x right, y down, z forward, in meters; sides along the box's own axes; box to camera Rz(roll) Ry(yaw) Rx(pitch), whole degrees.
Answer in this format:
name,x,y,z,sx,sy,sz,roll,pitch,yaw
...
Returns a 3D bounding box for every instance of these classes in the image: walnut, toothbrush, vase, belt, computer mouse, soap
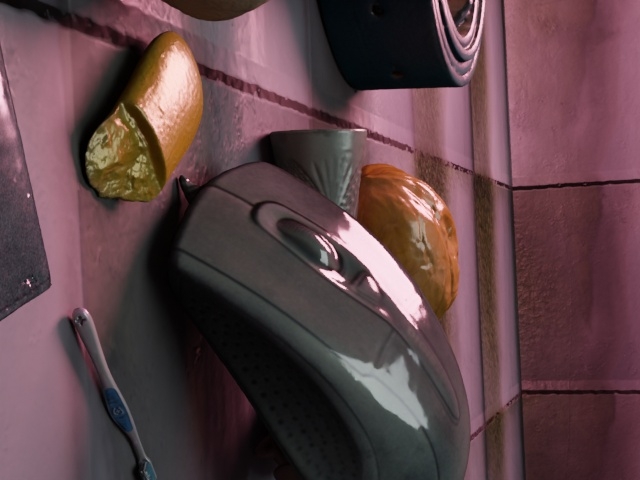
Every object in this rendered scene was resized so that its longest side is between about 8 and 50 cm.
name,x,y,z,sx,sy,sz,roll,pitch,yaw
walnut,0.074,0.011,1.175,0.159,0.159,0.206,-71,152,-48
toothbrush,-0.140,0.110,0.734,0.017,0.014,0.162,-99,175,-60
vase,0.000,0.000,1.053,0.096,0.096,0.219,-15,104,-71
belt,0.102,-0.397,1.279,0.300,0.173,0.436,-44,128,-63
computer mouse,0.018,0.081,0.872,0.371,0.122,0.188,52,35,-11
soap,-0.122,-0.086,0.784,0.168,0.033,0.089,-73,150,-44

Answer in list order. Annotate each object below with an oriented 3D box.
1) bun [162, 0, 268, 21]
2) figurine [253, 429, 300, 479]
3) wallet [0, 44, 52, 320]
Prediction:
name,x,y,z,sx,sy,sz,roll,pitch,yaw
bun,-0.082,-0.249,0.758,0.113,0.173,0.166,21,101,-42
figurine,0.004,0.170,1.001,0.138,0.125,0.125,-71,154,-69
wallet,-0.217,-0.125,0.490,0.191,0.046,0.378,-45,131,-65
